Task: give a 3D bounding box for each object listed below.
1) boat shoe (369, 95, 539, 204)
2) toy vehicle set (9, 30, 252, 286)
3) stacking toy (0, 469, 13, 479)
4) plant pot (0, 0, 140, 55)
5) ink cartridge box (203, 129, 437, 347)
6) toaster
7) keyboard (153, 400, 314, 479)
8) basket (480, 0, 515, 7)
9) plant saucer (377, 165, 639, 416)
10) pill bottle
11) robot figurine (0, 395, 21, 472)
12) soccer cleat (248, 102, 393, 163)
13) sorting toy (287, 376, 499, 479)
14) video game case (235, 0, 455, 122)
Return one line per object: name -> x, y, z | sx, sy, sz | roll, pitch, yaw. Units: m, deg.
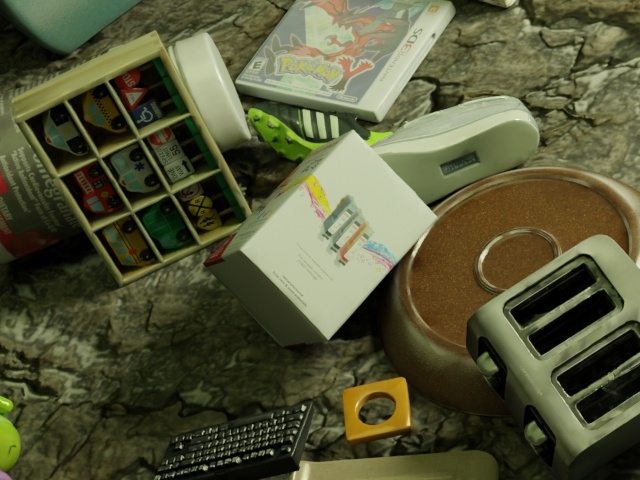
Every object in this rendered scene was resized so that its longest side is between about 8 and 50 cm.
boat shoe -> 0.117, -0.093, 2.013 | 0.228, 0.079, 0.081 | -18, 32, 5
toy vehicle set -> -0.191, -0.080, 1.995 | 0.166, 0.267, 0.035 | -26, 43, 1
stacking toy -> -0.255, 0.319, 1.769 | 0.330, 0.141, 0.141 | 28, 65, 32
plant pot -> -0.340, -0.379, 2.347 | 0.248, 0.252, 0.247 | -39, 45, -12
ink cartridge box -> 0.000, 0.000, 1.901 | 0.176, 0.127, 0.128 | -46, 9, -20
toaster -> 0.243, 0.105, 1.705 | 0.186, 0.110, 0.168 | -32, 70, -3
keyboard -> -0.088, 0.209, 1.818 | 0.180, 0.023, 0.108 | -18, 41, 36
basket -> 0.171, -0.348, 2.196 | 0.167, 0.103, 0.113 | 21, 61, 38
plant saucer -> 0.198, 0.033, 1.873 | 0.311, 0.050, 0.310 | -13, 45, 13
pill bottle -> -0.246, -0.111, 2.111 | 0.319, 0.176, 0.176 | -23, 44, 4
robot figurine -> -0.350, 0.200, 1.948 | 0.115, 0.067, 0.101 | 33, 96, 41
soccer cleat -> 0.001, -0.116, 2.097 | 0.179, 0.060, 0.072 | 23, 52, 31
sorting toy -> 0.060, 0.275, 1.714 | 0.196, 0.047, 0.347 | -4, 48, 16
video game case -> 0.028, -0.223, 2.201 | 0.201, 0.023, 0.183 | 14, 57, 34
